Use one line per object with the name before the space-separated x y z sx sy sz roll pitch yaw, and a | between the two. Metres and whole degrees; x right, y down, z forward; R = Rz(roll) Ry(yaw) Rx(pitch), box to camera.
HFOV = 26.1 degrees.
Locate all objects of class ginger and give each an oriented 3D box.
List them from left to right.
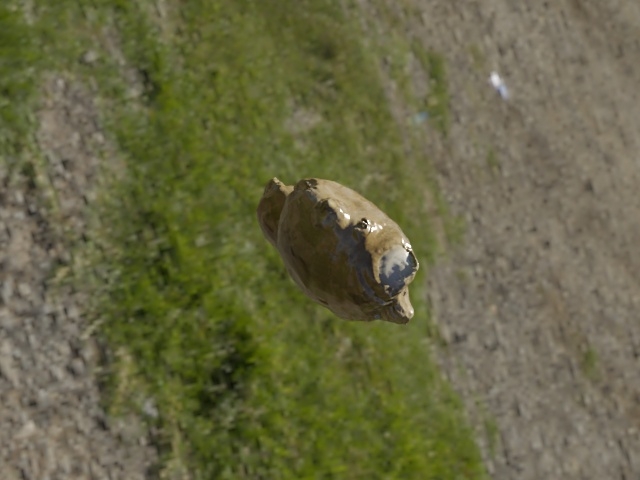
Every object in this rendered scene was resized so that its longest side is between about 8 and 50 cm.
ginger | -0.003 -0.006 0.876 0.165 0.067 0.096 35 -18 48
